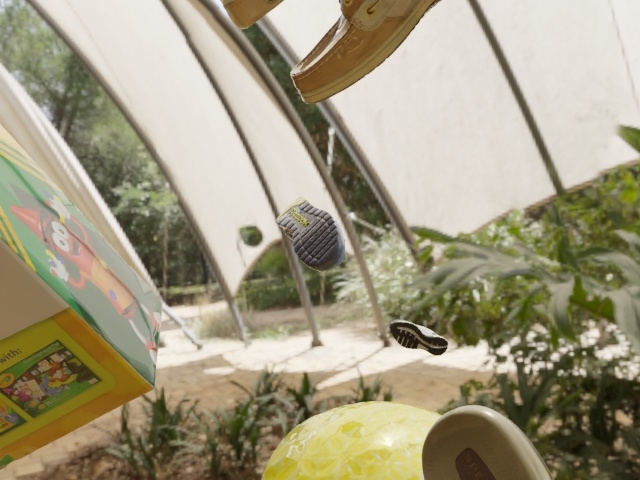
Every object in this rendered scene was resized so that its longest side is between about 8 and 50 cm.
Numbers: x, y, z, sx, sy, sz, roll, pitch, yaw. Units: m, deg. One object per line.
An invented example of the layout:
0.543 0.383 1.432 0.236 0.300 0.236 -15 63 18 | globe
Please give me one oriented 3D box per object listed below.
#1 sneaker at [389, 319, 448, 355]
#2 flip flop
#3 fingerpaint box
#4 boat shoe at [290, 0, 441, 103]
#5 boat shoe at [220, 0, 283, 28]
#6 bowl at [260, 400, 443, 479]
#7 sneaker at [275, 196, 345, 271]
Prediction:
0.148 0.151 1.153 0.109 0.040 0.044 27 5 -27 | sneaker
0.135 0.212 0.448 0.112 0.277 0.080 -44 -46 14 | flip flop
-0.454 0.084 0.744 0.445 0.371 0.163 -29 31 11 | fingerpaint box
0.031 -0.125 0.359 0.135 0.045 0.050 -42 27 12 | boat shoe
0.032 -0.297 0.666 0.302 0.098 0.109 -33 22 -11 | boat shoe
0.102 0.260 0.642 0.290 0.289 0.156 -8 -24 -48 | bowl
0.000 0.000 0.767 0.053 0.059 0.144 -40 27 2 | sneaker
